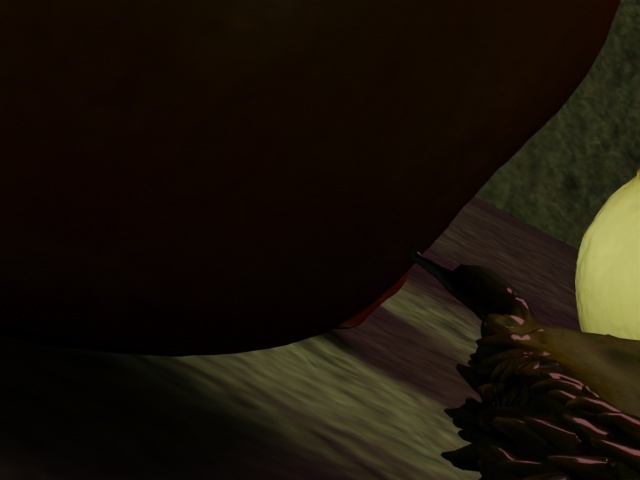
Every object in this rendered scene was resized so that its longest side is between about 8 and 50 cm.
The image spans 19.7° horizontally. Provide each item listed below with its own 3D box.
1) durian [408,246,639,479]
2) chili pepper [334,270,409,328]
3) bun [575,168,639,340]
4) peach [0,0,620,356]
[{"bbox_3d":[0.082,0.082,0.378,0.221,0.095,0.137,27,-36,63],"label":"durian"},{"bbox_3d":[0.000,0.000,0.850,0.063,0.071,0.272,-12,5,-5],"label":"chili pepper"},{"bbox_3d":[0.263,0.077,0.896,0.299,0.165,0.299,13,10,-2],"label":"bun"},{"bbox_3d":[-0.068,-0.114,0.491,0.332,0.308,0.308,43,1,-19],"label":"peach"}]
